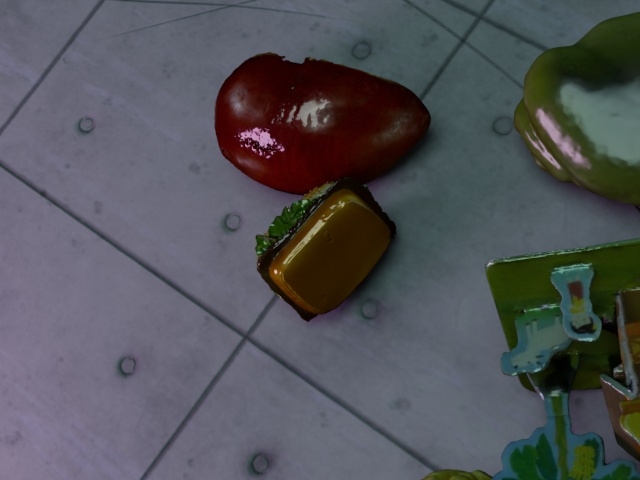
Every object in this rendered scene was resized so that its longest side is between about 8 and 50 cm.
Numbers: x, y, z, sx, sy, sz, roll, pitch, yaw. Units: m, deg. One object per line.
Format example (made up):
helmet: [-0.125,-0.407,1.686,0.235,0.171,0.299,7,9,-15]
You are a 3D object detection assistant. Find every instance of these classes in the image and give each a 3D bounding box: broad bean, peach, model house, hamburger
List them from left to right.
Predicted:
peach: [-0.007,-0.132,1.584,0.267,0.159,0.154,13,80,20]
hamburger: [0.000,0.000,1.538,0.166,0.137,0.087,-44,32,-4]
broad bean: [0.367,-0.153,1.479,0.291,0.119,0.238,10,72,21]
model house: [0.329,0.168,1.241,0.357,0.242,0.313,-7,44,14]

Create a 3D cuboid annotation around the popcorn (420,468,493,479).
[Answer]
popcorn: [0.159,0.314,1.342,0.142,0.173,0.173,-44,62,10]
